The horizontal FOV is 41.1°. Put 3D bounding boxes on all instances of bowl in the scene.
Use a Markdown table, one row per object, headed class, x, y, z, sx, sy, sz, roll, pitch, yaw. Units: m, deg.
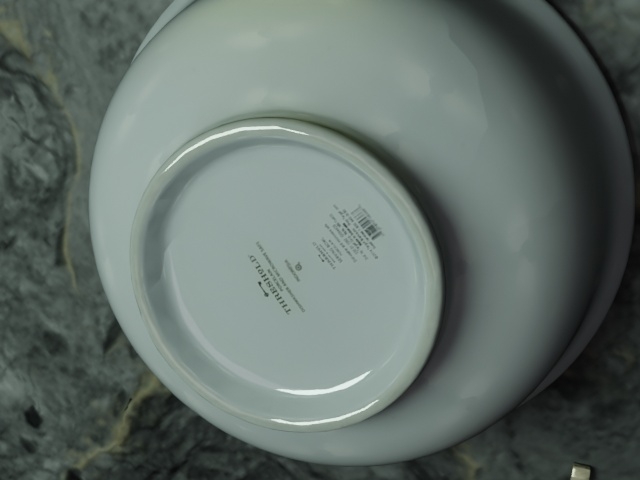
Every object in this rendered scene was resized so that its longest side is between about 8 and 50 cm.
| class | x | y | z | sx | sy | sz | roll | pitch | yaw |
| --- | --- | --- | --- | --- | --- | --- | --- | --- | --- |
| bowl | 0.000 | 0.000 | 0.419 | 0.297 | 0.134 | 0.298 | 6 | 110 | 15 |

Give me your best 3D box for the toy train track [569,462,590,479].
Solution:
| class | x | y | z | sx | sy | sz | roll | pitch | yaw |
| --- | --- | --- | --- | --- | --- | --- | --- | --- | --- |
| toy train track | 0.145 | 0.169 | 0.496 | 0.048 | 0.014 | 0.083 | 10 | 110 | 14 |
